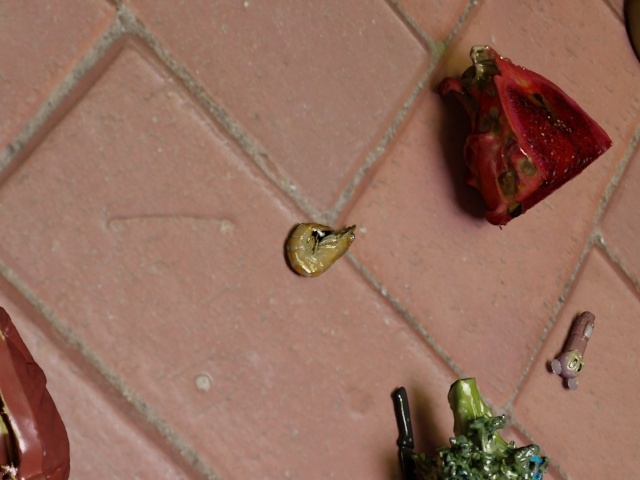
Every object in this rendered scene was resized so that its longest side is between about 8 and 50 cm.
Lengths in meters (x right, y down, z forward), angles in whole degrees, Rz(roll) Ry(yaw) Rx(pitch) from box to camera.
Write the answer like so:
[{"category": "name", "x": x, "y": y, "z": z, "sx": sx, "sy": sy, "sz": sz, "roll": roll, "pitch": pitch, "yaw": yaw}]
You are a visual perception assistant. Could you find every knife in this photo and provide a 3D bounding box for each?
[{"category": "knife", "x": 0.099, "y": 0.248, "z": 1.837, "sx": 0.023, "sy": 0.010, "sz": 0.170, "roll": 2, "pitch": 75, "yaw": -42}]

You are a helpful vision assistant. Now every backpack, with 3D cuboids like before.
[{"category": "backpack", "x": -0.314, "y": 0.171, "z": 1.409, "sx": 0.229, "sy": 0.139, "sz": 0.229, "roll": 18, "pitch": 60, "yaw": -34}]

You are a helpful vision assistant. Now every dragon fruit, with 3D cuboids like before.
[{"category": "dragon fruit", "x": 0.227, "y": -0.133, "z": 2.016, "sx": 0.212, "sy": 0.134, "sz": 0.262, "roll": 60, "pitch": 30, "yaw": 8}]

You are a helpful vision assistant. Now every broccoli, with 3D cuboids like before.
[{"category": "broccoli", "x": 0.173, "y": 0.234, "z": 1.814, "sx": 0.167, "sy": 0.154, "sz": 0.160, "roll": -2, "pitch": 69, "yaw": -39}]

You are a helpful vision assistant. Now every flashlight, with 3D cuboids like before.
[{"category": "flashlight", "x": 0.323, "y": 0.133, "z": 2.058, "sx": 0.052, "sy": 0.031, "sz": 0.110, "roll": 44, "pitch": 51, "yaw": -21}]

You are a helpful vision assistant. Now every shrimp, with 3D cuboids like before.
[{"category": "shrimp", "x": 0.000, "y": 0.000, "z": 1.829, "sx": 0.059, "sy": 0.023, "sz": 0.108, "roll": 51, "pitch": 48, "yaw": -5}]

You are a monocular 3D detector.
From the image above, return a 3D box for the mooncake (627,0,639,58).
[{"category": "mooncake", "x": 0.555, "y": -0.296, "z": 2.359, "sx": 0.234, "sy": 0.117, "sz": 0.235, "roll": 19, "pitch": 61, "yaw": -37}]
